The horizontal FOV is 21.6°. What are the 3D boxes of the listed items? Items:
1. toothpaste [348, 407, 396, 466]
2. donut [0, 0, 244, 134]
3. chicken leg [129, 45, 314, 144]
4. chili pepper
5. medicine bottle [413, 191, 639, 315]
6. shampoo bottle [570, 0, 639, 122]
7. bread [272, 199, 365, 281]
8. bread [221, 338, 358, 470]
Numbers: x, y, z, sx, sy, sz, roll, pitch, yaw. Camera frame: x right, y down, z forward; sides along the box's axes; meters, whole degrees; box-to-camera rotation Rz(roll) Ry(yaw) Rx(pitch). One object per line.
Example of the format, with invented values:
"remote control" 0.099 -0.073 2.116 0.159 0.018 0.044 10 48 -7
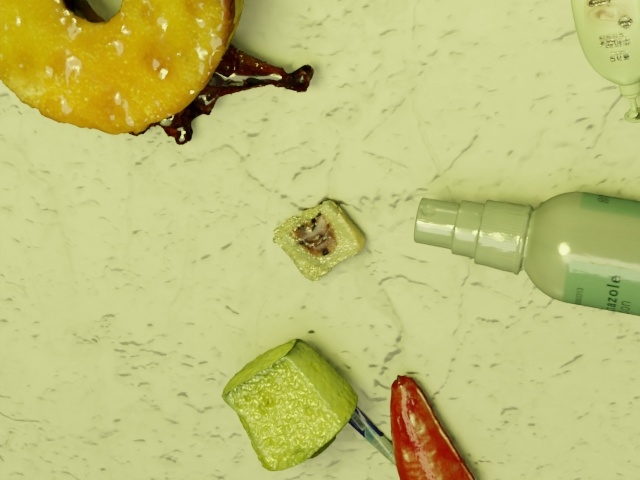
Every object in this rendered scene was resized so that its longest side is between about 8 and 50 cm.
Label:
"toothpaste" 0.060 0.217 1.865 0.083 0.015 0.024 44 122 -5
"donut" -0.195 -0.257 1.584 0.302 0.110 0.303 7 111 18
"chicken leg" -0.112 -0.154 1.678 0.219 0.048 0.089 -21 115 25
"chili pepper" 0.112 0.219 1.825 0.088 0.065 0.169 -17 109 17
"medicine bottle" 0.266 0.011 1.629 0.351 0.110 0.110 10 121 10
"shampoo bottle" 0.278 -0.179 1.555 0.077 0.045 0.152 -5 118 18
"bread" 0.000 0.000 1.743 0.083 0.035 0.070 -30 109 25
"bread" -0.032 0.173 1.808 0.129 0.111 0.114 -35 102 10
